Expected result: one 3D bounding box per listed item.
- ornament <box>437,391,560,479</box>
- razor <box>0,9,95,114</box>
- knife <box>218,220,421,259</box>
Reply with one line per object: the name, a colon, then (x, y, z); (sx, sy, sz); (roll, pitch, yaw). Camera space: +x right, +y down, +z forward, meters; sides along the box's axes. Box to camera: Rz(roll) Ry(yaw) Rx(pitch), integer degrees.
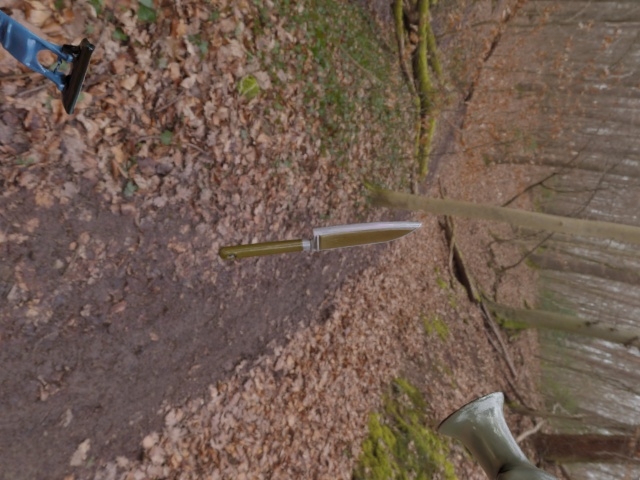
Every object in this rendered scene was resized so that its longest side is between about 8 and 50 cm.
ornament: (0.172, 0.214, 0.374); (0.074, 0.156, 0.081); (-34, 140, 6)
razor: (-0.305, -0.228, 0.385); (0.082, 0.253, 0.042); (-40, -175, 39)
knife: (0.000, 0.001, 0.553); (0.046, 0.255, 0.022); (88, -6, -56)
